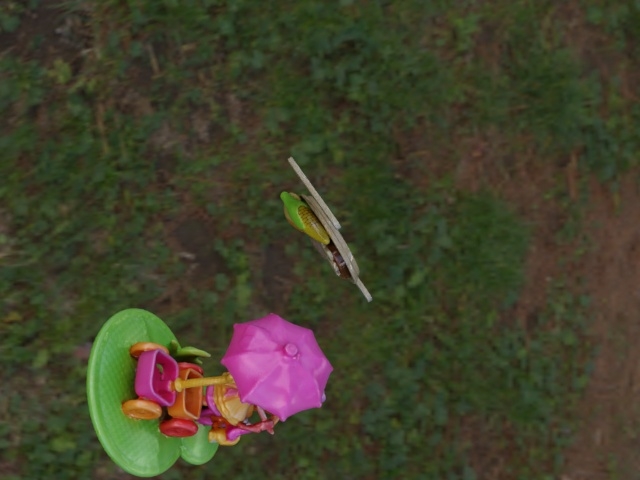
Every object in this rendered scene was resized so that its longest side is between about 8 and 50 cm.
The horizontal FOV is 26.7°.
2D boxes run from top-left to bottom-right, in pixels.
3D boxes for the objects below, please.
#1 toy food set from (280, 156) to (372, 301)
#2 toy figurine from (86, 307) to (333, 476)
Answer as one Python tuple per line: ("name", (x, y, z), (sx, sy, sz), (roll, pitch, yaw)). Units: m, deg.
("toy food set", (0.000, 0.000, 1.583), (0.038, 0.132, 0.192), (-32, 145, -5))
("toy figurine", (-0.061, 0.114, 1.020), (0.173, 0.159, 0.130), (42, 46, -50))
